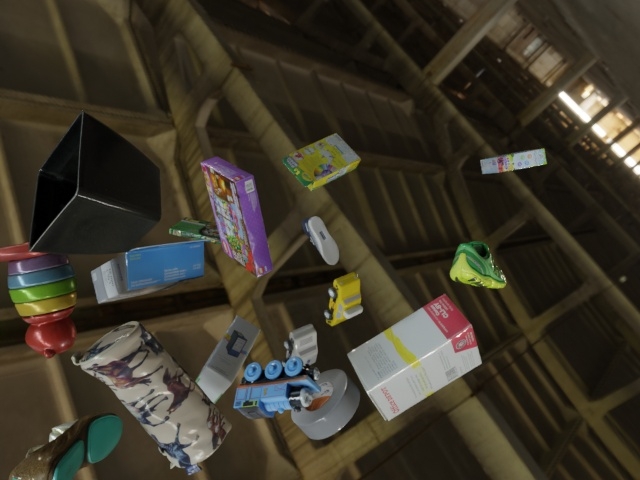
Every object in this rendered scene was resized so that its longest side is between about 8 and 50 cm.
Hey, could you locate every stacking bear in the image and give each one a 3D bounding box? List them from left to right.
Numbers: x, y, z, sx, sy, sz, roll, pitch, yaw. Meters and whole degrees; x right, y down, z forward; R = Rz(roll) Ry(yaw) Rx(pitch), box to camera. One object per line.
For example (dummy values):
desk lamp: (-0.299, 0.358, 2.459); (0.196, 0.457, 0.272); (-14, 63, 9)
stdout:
stacking bear: (-0.690, 0.146, 1.365); (0.175, 0.164, 0.288); (-108, 9, -84)

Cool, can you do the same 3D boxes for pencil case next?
pencil case: (-0.401, 0.376, 1.325); (0.410, 0.184, 0.160); (57, 167, -21)

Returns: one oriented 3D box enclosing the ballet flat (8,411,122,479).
ballet flat: (-0.553, 0.455, 1.191); (0.124, 0.116, 0.342); (2, -177, 2)

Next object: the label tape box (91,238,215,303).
label tape box: (-0.497, 0.090, 1.641); (0.249, 0.348, 0.115); (-9, -96, -43)

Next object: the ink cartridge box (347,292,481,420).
ink cartridge box: (0.313, 0.391, 1.806); (0.160, 0.385, 0.279); (56, 176, 42)

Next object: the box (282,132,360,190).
box: (0.000, -0.193, 1.366); (0.179, 0.043, 0.105); (-28, -113, -30)

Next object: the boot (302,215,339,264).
boot: (0.000, 0.000, 1.970); (0.069, 0.086, 0.189); (-27, -80, -24)

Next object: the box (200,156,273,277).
box: (-0.228, -0.065, 1.493); (0.057, 0.293, 0.201); (-26, -145, -27)

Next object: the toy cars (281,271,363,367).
toy cars: (0.014, 0.273, 1.661); (0.087, 0.393, 0.176); (45, -171, 37)

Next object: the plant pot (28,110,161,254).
plant pot: (-0.392, -0.080, 0.979); (0.167, 0.187, 0.188); (21, -136, -42)

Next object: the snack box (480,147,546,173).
snack box: (0.418, -0.172, 1.195); (0.141, 0.100, 0.037); (-67, -35, -83)

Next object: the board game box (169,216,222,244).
board game box: (-0.445, -0.035, 2.156); (0.260, 0.030, 0.136); (12, -153, 12)

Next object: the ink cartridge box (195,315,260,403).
ink cartridge box: (-0.282, 0.354, 1.641); (0.093, 0.154, 0.212); (34, -137, -4)

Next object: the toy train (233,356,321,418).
toy train: (-0.087, 0.303, 1.116); (0.080, 0.184, 0.105); (52, -146, -44)

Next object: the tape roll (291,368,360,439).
tape roll: (0.015, 0.510, 1.716); (0.072, 0.219, 0.219); (52, -155, -19)

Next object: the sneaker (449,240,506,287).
sneaker: (0.450, 0.068, 1.518); (0.296, 0.110, 0.123); (15, -98, -58)
